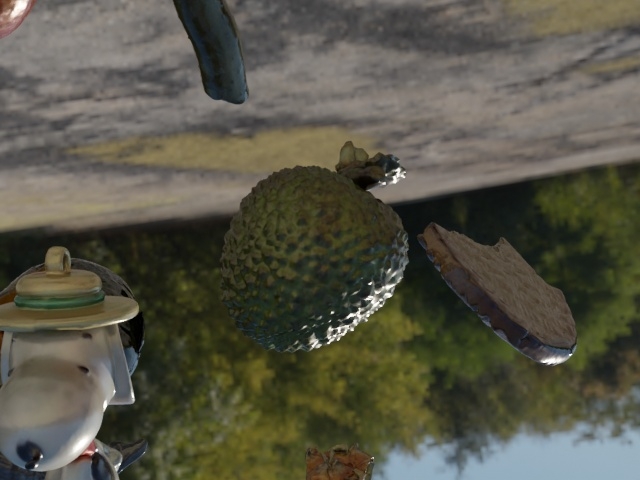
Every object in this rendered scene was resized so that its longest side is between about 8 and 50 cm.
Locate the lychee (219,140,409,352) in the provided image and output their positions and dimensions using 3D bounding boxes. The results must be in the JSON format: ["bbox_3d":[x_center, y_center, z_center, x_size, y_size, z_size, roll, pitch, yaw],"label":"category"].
[{"bbox_3d":[-0.006,0.011,1.800,0.270,0.320,0.270,24,-168,-6],"label":"lychee"}]

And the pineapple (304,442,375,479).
[{"bbox_3d":[0.021,0.437,1.971,0.114,0.186,0.236,2,-134,11],"label":"pineapple"}]

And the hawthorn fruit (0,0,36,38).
[{"bbox_3d":[-0.542,-0.437,1.926,0.258,0.258,0.262,-9,164,-22],"label":"hawthorn fruit"}]

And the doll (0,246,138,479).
[{"bbox_3d":[-0.230,0.160,1.133,0.144,0.208,0.271,1,142,8],"label":"doll"}]

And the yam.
[{"bbox_3d":[-0.153,-0.308,1.591,0.067,0.317,0.071,-35,-137,-22],"label":"yam"}]

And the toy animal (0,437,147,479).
[{"bbox_3d":[-0.405,0.292,1.520,0.367,0.206,0.081,23,169,-29],"label":"toy animal"}]

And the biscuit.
[{"bbox_3d":[0.165,0.041,1.161,0.031,0.228,0.176,-43,-152,19],"label":"biscuit"}]

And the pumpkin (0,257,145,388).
[{"bbox_3d":[-0.320,0.134,1.543,0.238,0.238,0.159,-9,139,35],"label":"pumpkin"}]
